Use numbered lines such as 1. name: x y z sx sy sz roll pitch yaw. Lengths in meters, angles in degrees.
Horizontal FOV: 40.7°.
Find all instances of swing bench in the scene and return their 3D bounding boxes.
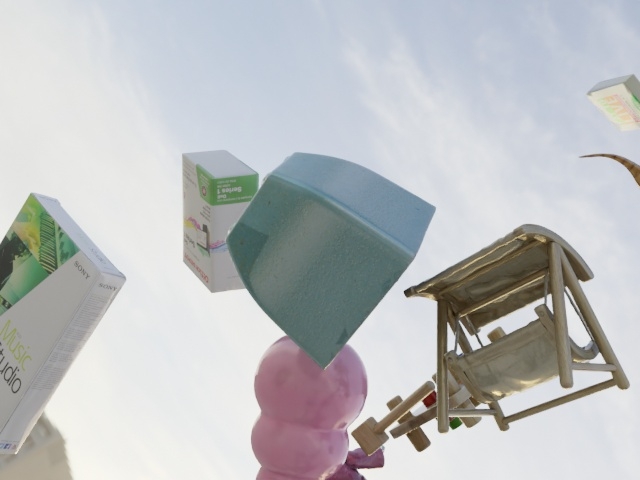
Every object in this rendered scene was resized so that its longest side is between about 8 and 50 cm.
1. swing bench: 0.294 0.142 1.333 0.253 0.165 0.255 -33 -122 42

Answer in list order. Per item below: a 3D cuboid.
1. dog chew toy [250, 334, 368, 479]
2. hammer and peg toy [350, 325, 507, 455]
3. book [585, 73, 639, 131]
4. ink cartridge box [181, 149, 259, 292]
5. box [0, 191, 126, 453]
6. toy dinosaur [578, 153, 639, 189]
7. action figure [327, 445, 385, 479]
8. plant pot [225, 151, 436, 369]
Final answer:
1. dog chew toy: -0.032 0.338 1.539 0.206 0.206 0.332 6 -95 50
2. hammer and peg toy: 0.252 0.326 1.736 0.127 0.361 0.266 55 -38 9
3. book: 0.520 -0.231 1.462 0.096 0.035 0.144 49 -2 -6
4. ink cartridge box: -0.232 -0.045 1.972 0.201 0.117 0.278 37 -50 54
5. box: -0.443 0.119 1.289 0.232 0.058 0.322 39 -81 36
6. toy dinosaur: 0.580 -0.113 1.536 0.211 0.112 0.064 51 -18 13
7. action figure: 0.057 0.537 1.734 0.370 0.248 0.276 50 0 -11
8. plant pot: 0.000 0.000 1.378 0.252 0.248 0.247 36 -65 1
